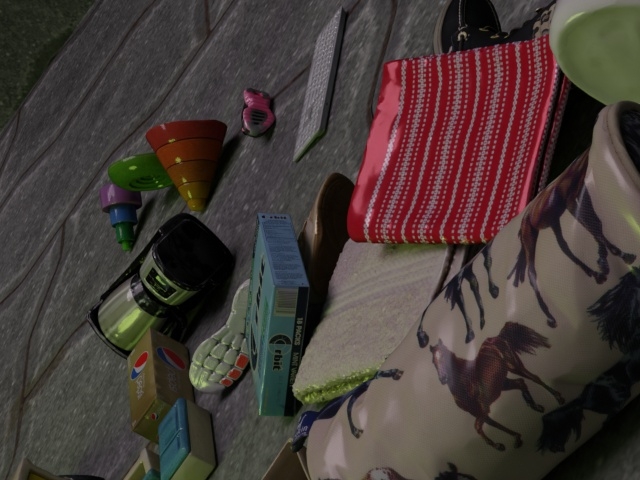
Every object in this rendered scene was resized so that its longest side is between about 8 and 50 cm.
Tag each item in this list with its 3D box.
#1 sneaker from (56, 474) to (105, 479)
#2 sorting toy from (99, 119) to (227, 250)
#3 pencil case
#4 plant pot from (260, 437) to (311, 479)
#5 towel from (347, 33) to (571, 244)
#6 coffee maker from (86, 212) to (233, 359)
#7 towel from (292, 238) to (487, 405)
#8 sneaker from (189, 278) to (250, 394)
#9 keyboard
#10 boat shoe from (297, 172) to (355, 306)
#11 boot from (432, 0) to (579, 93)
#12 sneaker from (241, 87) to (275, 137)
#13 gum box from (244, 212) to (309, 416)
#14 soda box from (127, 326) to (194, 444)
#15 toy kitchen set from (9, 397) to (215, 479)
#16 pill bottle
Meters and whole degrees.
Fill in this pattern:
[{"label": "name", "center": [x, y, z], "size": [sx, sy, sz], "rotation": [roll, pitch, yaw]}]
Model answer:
[{"label": "sneaker", "center": [-0.337, 0.370, 2.214], "size": [0.224, 0.083, 0.098], "rotation": [-38, 50, 55]}, {"label": "sorting toy", "center": [-0.243, -0.067, 2.571], "size": [0.365, 0.127, 0.126], "rotation": [-32, 63, 57]}, {"label": "pencil case", "center": [0.152, 0.075, 1.289], "size": [0.410, 0.160, 0.183], "rotation": [-49, 37, 30]}, {"label": "plant pot", "center": [-0.007, 0.260, 1.508], "size": [0.109, 0.096, 0.109], "rotation": [-56, 20, 10]}, {"label": "towel", "center": [0.125, -0.092, 1.596], "size": [0.275, 0.031, 0.199], "rotation": [-1, 72, 57]}, {"label": "coffee maker", "center": [-0.208, 0.048, 2.249], "size": [0.178, 0.120, 0.171], "rotation": [-44, 25, 36]}, {"label": "towel", "center": [0.067, 0.060, 1.677], "size": [0.282, 0.049, 0.187], "rotation": [-25, 39, 58]}, {"label": "sneaker", "center": [-0.095, 0.114, 2.010], "size": [0.158, 0.061, 0.065], "rotation": [-56, -7, 10]}, {"label": "keyboard", "center": [-0.002, -0.211, 2.268], "size": [0.072, 0.014, 0.256], "rotation": [-43, 26, 40]}, {"label": "boat shoe", "center": [0.000, 0.000, 1.899], "size": [0.059, 0.063, 0.170], "rotation": [-31, 35, 44]}, {"label": "boot", "center": [0.196, -0.193, 1.667], "size": [0.178, 0.085, 0.236], "rotation": [-40, 34, 39]}, {"label": "sneaker", "center": [-0.094, -0.167, 2.399], "size": [0.119, 0.047, 0.057], "rotation": [-90, 20, -61]}, {"label": "gum box", "center": [-0.050, 0.078, 1.847], "size": [0.184, 0.041, 0.157], "rotation": [-105, 20, -64]}, {"label": "soda box", "center": [-0.201, 0.184, 2.128], "size": [0.058, 0.061, 0.181], "rotation": [-53, 21, 16]}, {"label": "toy kitchen set", "center": [-0.248, 0.269, 1.970], "size": [0.207, 0.166, 0.122], "rotation": [-54, 20, 16]}, {"label": "pill bottle", "center": [0.300, -0.263, 1.386], "size": [0.169, 0.169, 0.301], "rotation": [-28, 38, 56]}]
